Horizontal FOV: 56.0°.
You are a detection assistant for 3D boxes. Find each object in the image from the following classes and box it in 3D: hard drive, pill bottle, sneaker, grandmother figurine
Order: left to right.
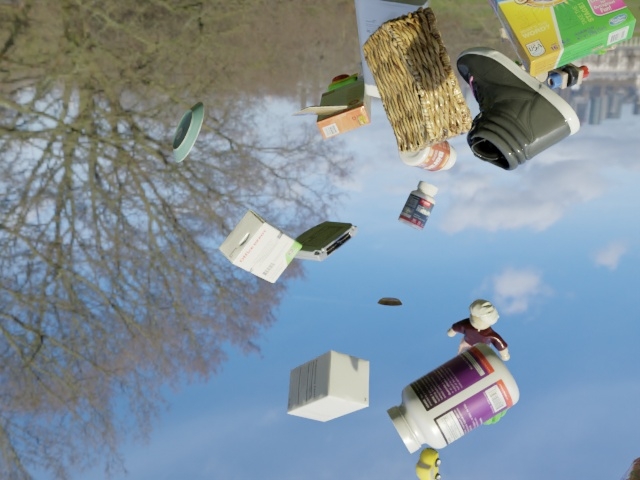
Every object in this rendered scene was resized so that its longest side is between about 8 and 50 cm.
[{"bbox_3d":[0.203,-0.522,1.661,0.203,0.308,0.040,21,-124,27],"label":"hard drive"},{"bbox_3d":[0.388,-0.138,2.366,0.107,0.180,0.108,24,-177,-2],"label":"pill bottle"},{"bbox_3d":[0.367,-0.298,2.031,0.121,0.121,0.216,13,-175,41],"label":"pill bottle"},{"bbox_3d":[0.342,0.419,1.584,0.322,0.182,0.181,-30,-163,-2],"label":"pill bottle"},{"bbox_3d":[0.495,0.320,1.897,0.207,0.343,0.104,15,-138,21],"label":"grandmother figurine"},{"bbox_3d":[0.294,-0.234,1.060,0.146,0.104,0.296,-38,-132,2],"label":"sneaker"}]

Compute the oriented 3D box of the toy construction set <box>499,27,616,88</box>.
[{"bbox_3d":[0.588,-0.520,1.677,0.309,0.257,0.237,-48,-155,-6],"label":"toy construction set"}]

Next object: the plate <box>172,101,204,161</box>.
[{"bbox_3d":[-0.391,-0.318,1.746,0.024,0.188,0.188,20,-178,-32],"label":"plate"}]

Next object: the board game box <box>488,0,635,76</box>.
[{"bbox_3d":[0.549,-0.564,1.429,0.242,0.317,0.064,-21,154,8],"label":"board game box"}]

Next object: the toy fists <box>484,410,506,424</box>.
[{"bbox_3d":[0.537,0.601,2.134,0.279,0.096,0.142,-15,-149,-10],"label":"toy fists"}]

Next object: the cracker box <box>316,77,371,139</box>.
[{"bbox_3d":[0.078,-0.418,1.898,0.155,0.067,0.232,-17,-147,17],"label":"cracker box"}]

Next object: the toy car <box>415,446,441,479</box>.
[{"bbox_3d":[0.282,0.720,1.672,0.053,0.239,0.225,-2,150,-42],"label":"toy car"}]

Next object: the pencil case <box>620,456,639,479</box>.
[{"bbox_3d":[0.988,0.778,1.871,0.124,0.124,0.284,12,-161,40],"label":"pencil case"}]

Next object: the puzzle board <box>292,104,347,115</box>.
[{"bbox_3d":[-0.003,-0.365,1.686,0.128,0.011,0.096,-9,-176,-33],"label":"puzzle board"}]

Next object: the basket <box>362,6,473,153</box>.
[{"bbox_3d":[0.268,-0.382,1.399,0.222,0.299,0.213,-21,-178,-15],"label":"basket"}]

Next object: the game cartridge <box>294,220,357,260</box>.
[{"bbox_3d":[0.000,0.000,2.526,0.196,0.060,0.294,11,-149,35],"label":"game cartridge"}]

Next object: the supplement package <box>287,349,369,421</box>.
[{"bbox_3d":[0.028,0.545,2.237,0.177,0.175,0.293,21,145,-26],"label":"supplement package"}]

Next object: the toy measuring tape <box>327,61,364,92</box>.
[{"bbox_3d":[0.085,-0.529,2.071,0.121,0.122,0.330,-1,177,-3],"label":"toy measuring tape"}]

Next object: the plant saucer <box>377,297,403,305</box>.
[{"bbox_3d":[0.225,0.197,1.948,0.083,0.015,0.083,2,-174,0],"label":"plant saucer"}]

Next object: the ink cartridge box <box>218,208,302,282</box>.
[{"bbox_3d":[-0.229,0.025,2.339,0.114,0.198,0.273,41,-176,36],"label":"ink cartridge box"}]
